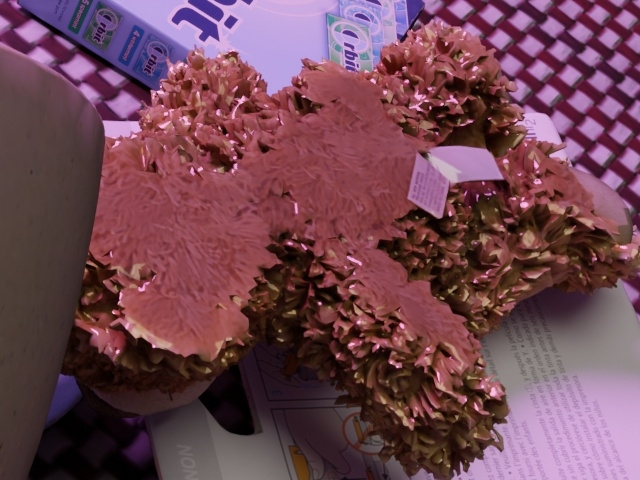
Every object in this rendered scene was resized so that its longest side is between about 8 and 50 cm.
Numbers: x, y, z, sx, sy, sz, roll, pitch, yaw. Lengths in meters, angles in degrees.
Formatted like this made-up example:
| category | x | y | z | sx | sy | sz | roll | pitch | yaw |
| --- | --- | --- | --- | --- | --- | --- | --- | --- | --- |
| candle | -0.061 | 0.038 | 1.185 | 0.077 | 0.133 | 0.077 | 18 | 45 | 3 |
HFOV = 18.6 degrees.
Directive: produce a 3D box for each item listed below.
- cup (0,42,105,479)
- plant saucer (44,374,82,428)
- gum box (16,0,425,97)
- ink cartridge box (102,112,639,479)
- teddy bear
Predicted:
| category | x | y | z | sx | sy | sz | roll | pitch | yaw |
| --- | --- | --- | --- | --- | --- | --- | --- | --- | --- |
| cup | -0.232 | 0.076 | 0.603 | 0.331 | 0.331 | 0.237 | 5 | 77 | -28 |
| plant saucer | -0.188 | 0.023 | 0.850 | 0.195 | 0.037 | 0.195 | 17 | 43 | -17 |
| gum box | -0.050 | -0.131 | 1.081 | 0.184 | 0.041 | 0.157 | 32 | 41 | 0 |
| ink cartridge box | 0.031 | 0.066 | 0.921 | 0.261 | 0.066 | 0.296 | -2 | 50 | -20 |
| teddy bear | 0.000 | 0.000 | 0.868 | 0.245 | 0.113 | 0.338 | 41 | 41 | 9 |
